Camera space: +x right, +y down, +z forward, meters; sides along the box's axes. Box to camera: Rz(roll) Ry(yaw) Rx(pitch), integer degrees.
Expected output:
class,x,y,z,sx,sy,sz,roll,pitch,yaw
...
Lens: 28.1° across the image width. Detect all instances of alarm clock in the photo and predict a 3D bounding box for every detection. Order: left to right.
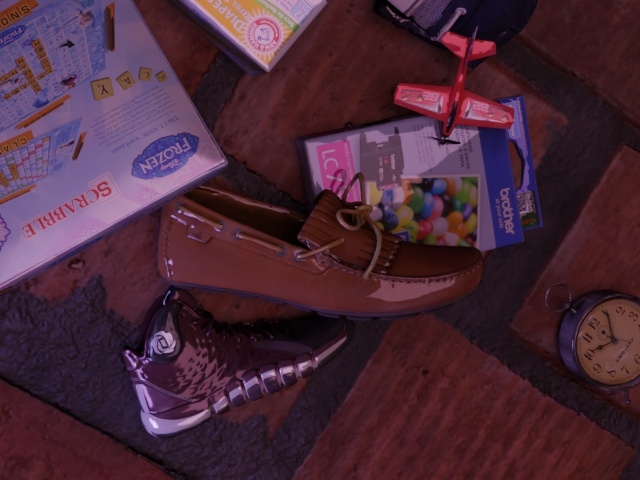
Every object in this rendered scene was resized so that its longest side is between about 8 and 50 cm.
class,x,y,z,sx,sy,sz,roll,pitch,yaw
alarm clock,0.365,0.118,1.677,0.192,0.064,0.129,39,85,-18

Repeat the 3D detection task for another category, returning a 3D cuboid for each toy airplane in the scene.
class,x,y,z,sx,sy,sz,roll,pitch,yaw
toy airplane,0.164,-0.187,1.535,0.151,0.028,0.151,0,110,-1

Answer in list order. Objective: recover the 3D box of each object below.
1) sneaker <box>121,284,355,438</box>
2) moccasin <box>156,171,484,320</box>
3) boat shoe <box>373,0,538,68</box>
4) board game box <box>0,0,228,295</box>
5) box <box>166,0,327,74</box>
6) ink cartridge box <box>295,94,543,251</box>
class,x,y,z,sx,sy,sz,roll,pitch,yaw
sneaker,-0.106,0.108,1.524,0.281,0.106,0.162,-26,99,-11
moccasin,0.001,-0.001,1.479,0.380,0.139,0.147,11,110,11
boat shoe,0.227,-0.363,1.525,0.158,0.127,0.340,35,114,-22
board game box,-0.318,-0.140,1.416,0.319,0.066,0.318,-29,88,-10
box,-0.110,-0.297,1.476,0.203,0.103,0.114,40,84,-16
ink cartridge box,0.136,-0.067,1.596,0.311,0.065,0.185,-13,100,-16
